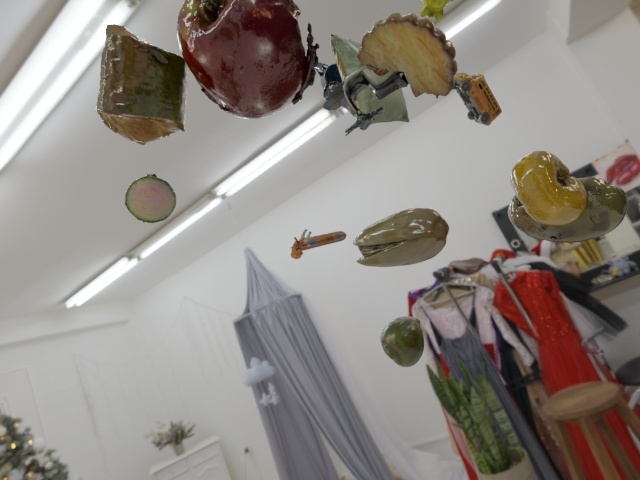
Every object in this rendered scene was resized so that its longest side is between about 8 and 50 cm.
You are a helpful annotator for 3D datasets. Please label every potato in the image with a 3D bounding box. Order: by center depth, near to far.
[{"bbox_3d":[0.620,-0.074,1.057,0.263,0.164,0.165,-7,-4,25],"label":"potato"}]

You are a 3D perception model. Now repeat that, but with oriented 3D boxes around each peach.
[{"bbox_3d":[0.499,-0.114,0.914,0.179,0.179,0.103,-13,-20,-42],"label":"peach"},{"bbox_3d":[-0.202,-0.535,1.181,0.353,0.338,0.417,-39,-17,15],"label":"peach"}]

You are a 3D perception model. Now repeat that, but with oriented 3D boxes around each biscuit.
[{"bbox_3d":[0.164,-0.332,0.726,0.061,0.183,0.118,-57,-6,-34],"label":"biscuit"}]

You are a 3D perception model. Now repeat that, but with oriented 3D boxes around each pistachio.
[{"bbox_3d":[0.186,-0.003,0.966,0.226,0.135,0.136,-16,-10,7],"label":"pistachio"}]

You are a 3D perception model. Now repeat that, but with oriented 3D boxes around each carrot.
[{"bbox_3d":[-0.515,-0.429,1.214,0.242,0.242,0.339,-11,-61,-48],"label":"carrot"}]

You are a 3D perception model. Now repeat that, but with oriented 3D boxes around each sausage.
[{"bbox_3d":[0.000,0.000,1.890,0.348,0.053,0.053,-13,-15,-44],"label":"sausage"}]

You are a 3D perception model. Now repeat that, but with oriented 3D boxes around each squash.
[{"bbox_3d":[-0.390,-0.108,0.946,0.105,0.104,0.132,-20,28,-19],"label":"squash"}]

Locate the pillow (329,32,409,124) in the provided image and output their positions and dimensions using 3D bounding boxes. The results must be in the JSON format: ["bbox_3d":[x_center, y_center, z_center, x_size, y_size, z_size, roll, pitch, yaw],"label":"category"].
[{"bbox_3d":[0.173,-0.527,1.396,0.119,0.311,0.310,-25,-2,37],"label":"pillow"}]

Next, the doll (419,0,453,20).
[{"bbox_3d":[0.319,-0.711,1.097,0.135,0.240,0.099,4,13,-38],"label":"doll"}]

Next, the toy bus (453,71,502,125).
[{"bbox_3d":[0.415,-0.388,1.116,0.074,0.162,0.069,-41,28,7],"label":"toy bus"}]

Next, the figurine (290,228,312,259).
[{"bbox_3d":[-0.068,0.013,1.412,0.109,0.064,0.047,-62,-7,8],"label":"figurine"}]

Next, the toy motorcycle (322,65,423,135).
[{"bbox_3d":[0.127,-0.369,1.005,0.263,0.157,0.091,-28,-16,18],"label":"toy motorcycle"}]

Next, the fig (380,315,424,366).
[{"bbox_3d":[0.371,0.424,1.814,0.225,0.203,0.203,-41,-3,-25],"label":"fig"}]

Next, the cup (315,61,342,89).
[{"bbox_3d":[0.052,-0.796,2.010,0.131,0.177,0.155,-55,12,9],"label":"cup"}]
